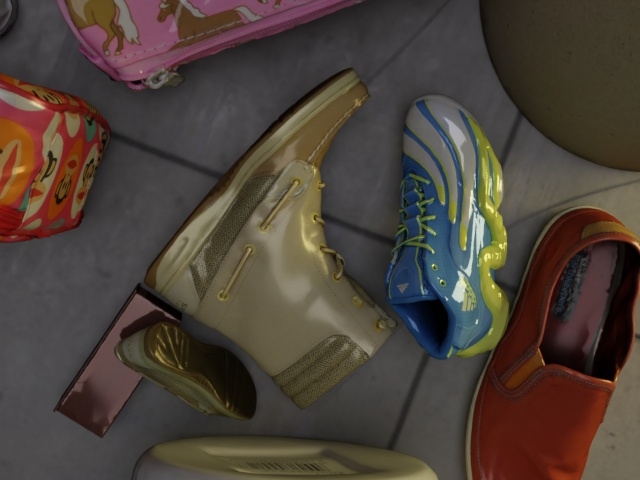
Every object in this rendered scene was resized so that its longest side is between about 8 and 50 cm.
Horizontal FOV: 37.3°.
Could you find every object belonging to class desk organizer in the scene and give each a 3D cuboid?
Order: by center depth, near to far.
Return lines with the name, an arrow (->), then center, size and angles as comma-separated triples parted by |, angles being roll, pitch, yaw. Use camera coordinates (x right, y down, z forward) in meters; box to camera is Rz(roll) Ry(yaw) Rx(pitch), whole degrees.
desk organizer -> -0.181, 0.108, 0.858 | 0.050, 0.047, 0.130 | 34, 90, -9

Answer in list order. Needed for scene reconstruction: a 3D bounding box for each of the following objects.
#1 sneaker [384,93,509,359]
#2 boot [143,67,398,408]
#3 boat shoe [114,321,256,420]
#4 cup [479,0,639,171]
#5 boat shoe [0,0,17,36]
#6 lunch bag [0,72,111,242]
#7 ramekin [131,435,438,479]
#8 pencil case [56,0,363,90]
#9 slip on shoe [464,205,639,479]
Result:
sneaker -> 0.106, -0.006, 0.827 | 0.091, 0.126, 0.240 | -11, 97, 34
boot -> 0.000, 0.000, 0.842 | 0.203, 0.095, 0.262 | 41, 91, -6
boat shoe -> -0.114, 0.120, 0.843 | 0.048, 0.153, 0.056 | -18, 54, 30
cup -> 0.324, -0.223, 0.786 | 0.331, 0.237, 0.331 | 0, 94, -6
boat shoe -> -0.333, -0.296, 0.799 | 0.095, 0.084, 0.258 | -28, 96, -2
lunch bag -> -0.306, -0.094, 0.711 | 0.258, 0.293, 0.120 | 22, 90, -2
ramekin -> -0.030, 0.242, 0.773 | 0.277, 0.277, 0.135 | 4, 85, -5
pencil case -> -0.025, -0.253, 0.782 | 0.386, 0.160, 0.167 | -20, 119, 0
slip on shoe -> 0.215, 0.131, 0.867 | 0.123, 0.101, 0.331 | 15, 94, -7
